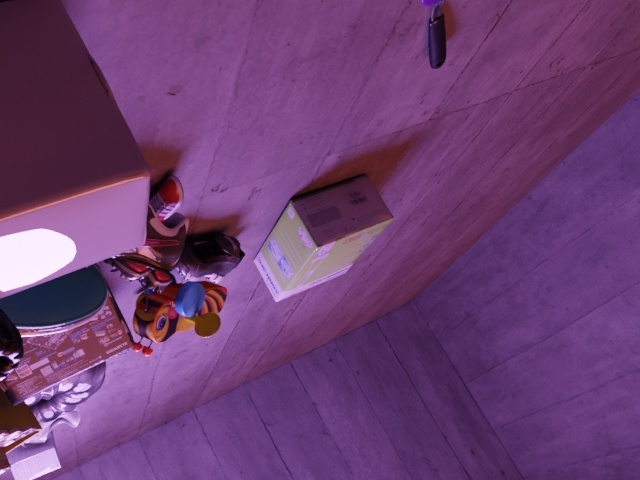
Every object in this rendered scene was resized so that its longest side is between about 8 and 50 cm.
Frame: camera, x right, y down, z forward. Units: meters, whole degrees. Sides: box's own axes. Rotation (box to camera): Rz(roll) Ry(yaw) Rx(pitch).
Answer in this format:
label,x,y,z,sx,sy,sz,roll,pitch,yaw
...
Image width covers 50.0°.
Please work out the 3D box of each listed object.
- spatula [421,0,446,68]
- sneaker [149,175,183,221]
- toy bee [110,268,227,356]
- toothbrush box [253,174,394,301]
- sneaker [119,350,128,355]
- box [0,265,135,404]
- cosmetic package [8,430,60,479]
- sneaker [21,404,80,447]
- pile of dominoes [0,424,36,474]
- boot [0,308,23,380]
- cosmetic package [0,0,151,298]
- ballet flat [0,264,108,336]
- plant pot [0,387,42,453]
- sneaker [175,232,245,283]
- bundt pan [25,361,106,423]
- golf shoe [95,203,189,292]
label,x,y,z,sx,sy,sz,roll,pitch,yaw
spatula,0.173,-0.329,0.990,0.084,0.030,0.296,-32,164,-2
sneaker,-0.253,-0.054,1.043,0.067,0.042,0.118,-22,165,-37
toy bee,-0.308,0.140,1.333,0.298,0.195,0.162,20,88,-42
toothbrush box,0.000,0.000,1.517,0.206,0.122,0.283,-21,161,-30
sneaker,-0.410,0.156,1.293,0.082,0.094,0.208,-11,149,-19
box,-0.441,0.148,1.129,0.220,0.051,0.175,-26,124,-17
cosmetic package,-0.683,0.482,1.627,0.099,0.060,0.239,-17,-163,-22
sneaker,-0.677,0.405,1.525,0.297,0.129,0.111,-19,162,-32
pile of dominoes,-0.569,0.352,1.029,0.196,0.040,0.251,-33,164,9
boot,-0.487,0.084,0.641,0.348,0.260,0.131,-28,164,-11
cosmetic package,-0.361,-0.046,0.568,0.385,0.217,0.156,-20,161,-26
ballet flat,-0.488,0.078,0.916,0.400,0.139,0.139,-5,150,-49
plant pot,-0.638,0.290,1.135,0.212,0.187,0.212,-32,164,8
sneaker,-0.209,0.025,1.310,0.106,0.078,0.234,-35,168,6
bundt pan,-0.577,0.292,1.370,0.331,0.124,0.331,-28,163,-9
golf shoe,-0.304,-0.021,0.957,0.273,0.105,0.120,25,95,-52
